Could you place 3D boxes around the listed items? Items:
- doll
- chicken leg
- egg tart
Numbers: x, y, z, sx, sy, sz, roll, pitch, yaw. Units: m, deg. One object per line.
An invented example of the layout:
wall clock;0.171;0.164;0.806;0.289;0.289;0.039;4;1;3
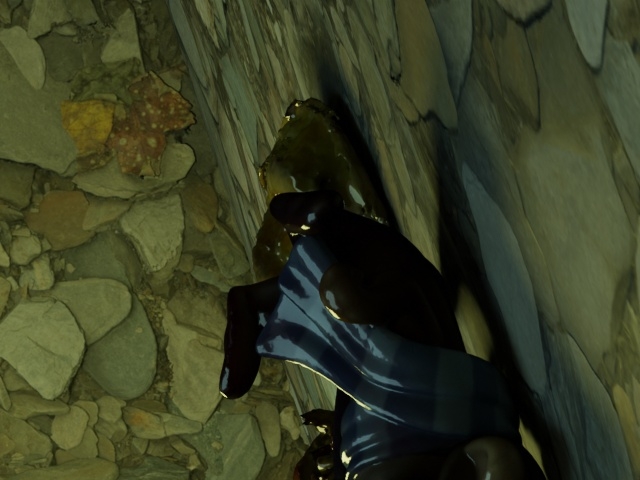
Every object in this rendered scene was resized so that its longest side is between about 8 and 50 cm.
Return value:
doll;0.045;0.144;1.348;0.318;0.209;0.340;77;170;-61
chicken leg;0.025;0.310;2.266;0.361;0.140;0.211;-130;21;-73
egg tart;0.000;0.000;1.721;0.297;0.132;0.297;162;90;-77
